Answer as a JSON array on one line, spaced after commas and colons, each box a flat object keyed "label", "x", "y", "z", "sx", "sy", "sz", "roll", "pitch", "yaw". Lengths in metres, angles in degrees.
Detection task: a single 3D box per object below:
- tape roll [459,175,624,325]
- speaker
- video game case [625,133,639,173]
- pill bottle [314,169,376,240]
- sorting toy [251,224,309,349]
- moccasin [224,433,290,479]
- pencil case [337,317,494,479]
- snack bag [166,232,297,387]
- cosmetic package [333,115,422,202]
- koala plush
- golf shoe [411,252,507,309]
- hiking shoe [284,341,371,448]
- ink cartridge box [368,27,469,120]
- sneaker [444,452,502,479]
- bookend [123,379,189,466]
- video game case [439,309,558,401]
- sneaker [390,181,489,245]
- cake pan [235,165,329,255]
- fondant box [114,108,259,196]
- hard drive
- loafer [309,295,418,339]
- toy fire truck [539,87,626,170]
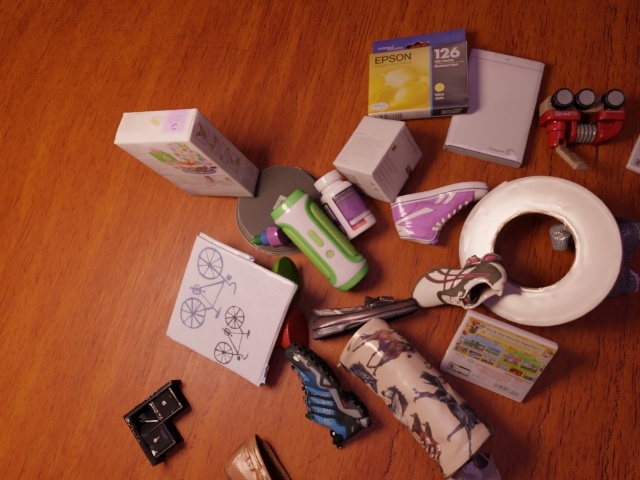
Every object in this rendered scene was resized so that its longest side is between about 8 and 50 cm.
[{"label": "tape roll", "x": 0.559, "y": 0.025, "z": 1.199, "sx": 0.392, "sy": 0.072, "sz": 0.391, "roll": -3, "pitch": 85, "yaw": 37}, {"label": "speaker", "x": 0.000, "y": 0.000, "z": 1.280, "sx": 0.131, "sy": 0.131, "sz": 0.296, "roll": -43, "pitch": 98, "yaw": -7}, {"label": "video game case", "x": 1.031, "y": -0.250, "z": 1.366, "sx": 0.190, "sy": 0.022, "sz": 0.173, "roll": 27, "pitch": 79, "yaw": 12}, {"label": "pill bottle", "x": 0.067, "y": -0.103, "z": 1.336, "sx": 0.108, "sy": 0.108, "sz": 0.193, "roll": -33, "pitch": 88, "yaw": -5}, {"label": "sorting toy", "x": -0.134, "y": 0.142, "z": 1.302, "sx": 0.126, "sy": 0.127, "sz": 0.365, "roll": -13, "pitch": 84, "yaw": 25}, {"label": "moccasin", "x": -0.072, "y": 0.657, "z": 1.155, "sx": 0.147, "sy": 0.139, "sz": 0.380, "roll": -47, "pitch": 67, "yaw": 1}, {"label": "pencil case", "x": 0.231, "y": 0.391, "z": 1.152, "sx": 0.410, "sy": 0.183, "sz": 0.160, "roll": 45, "pitch": 41, "yaw": 22}, {"label": "snack bag", "x": -0.246, "y": 0.185, "z": 1.264, "sx": 0.343, "sy": 0.037, "sz": 0.323, "roll": 23, "pitch": 100, "yaw": 18}, {"label": "cosmetic package", "x": 0.168, "y": -0.236, "z": 1.335, "sx": 0.151, "sy": 0.151, "sz": 0.183, "roll": 25, "pitch": 78, "yaw": 42}, {"label": "koala plush", "x": 0.758, "y": 0.056, "z": 1.229, "sx": 0.196, "sy": 0.203, "sz": 0.221, "roll": -9, "pitch": 97, "yaw": -15}, {"label": "golf shoe", "x": 0.353, "y": 0.126, "z": 1.210, "sx": 0.105, "sy": 0.273, "sz": 0.120, "roll": 45, "pitch": 36, "yaw": -21}, {"label": "hiking shoe", "x": -0.003, "y": 0.402, "z": 1.191, "sx": 0.132, "sy": 0.113, "sz": 0.304, "roll": -41, "pitch": 95, "yaw": 0}, {"label": "ink cartridge box", "x": 0.305, "y": -0.531, "z": 1.449, "sx": 0.304, "sy": 0.072, "sz": 0.307, "roll": -2, "pitch": 78, "yaw": 16}, {"label": "sneaker", "x": 0.340, "y": 0.591, "z": 1.168, "sx": 0.229, "sy": 0.086, "sz": 0.132, "roll": -9, "pitch": 69, "yaw": -9}, {"label": "bookend", "x": -0.418, "y": 0.490, "z": 1.250, "sx": 0.156, "sy": 0.072, "sz": 0.157, "roll": -36, "pitch": 76, "yaw": -6}, {"label": "video game case", "x": 0.452, "y": 0.301, "z": 1.192, "sx": 0.227, "sy": 0.026, "sz": 0.206, "roll": 21, "pitch": 122, "yaw": 10}, {"label": "sneaker", "x": 0.356, "y": -0.070, "z": 1.335, "sx": 0.282, "sy": 0.102, "sz": 0.161, "roll": -14, "pitch": 78, "yaw": 12}, {"label": "cake pan", "x": -0.119, "y": -0.101, "z": 1.396, "sx": 0.293, "sy": 0.054, "sz": 0.293, "roll": -1, "pitch": 75, "yaw": 4}, {"label": "fondant box", "x": -0.353, "y": -0.229, "z": 1.278, "sx": 0.238, "sy": 0.330, "sz": 0.096, "roll": 4, "pitch": 74, "yaw": 23}, {"label": "hard drive", "x": 0.541, "y": -0.417, "z": 1.435, "sx": 0.233, "sy": 0.047, "sz": 0.353, "roll": 16, "pitch": 77, "yaw": 9}, {"label": "loafer", "x": 0.114, "y": 0.194, "z": 1.276, "sx": 0.303, "sy": 0.109, "sz": 0.095, "roll": -16, "pitch": 70, "yaw": 3}, {"label": "toy fire truck", "x": 0.768, "y": -0.311, "z": 1.348, "sx": 0.217, "sy": 0.158, "sz": 0.246, "roll": 3, "pitch": 87, "yaw": 5}]
